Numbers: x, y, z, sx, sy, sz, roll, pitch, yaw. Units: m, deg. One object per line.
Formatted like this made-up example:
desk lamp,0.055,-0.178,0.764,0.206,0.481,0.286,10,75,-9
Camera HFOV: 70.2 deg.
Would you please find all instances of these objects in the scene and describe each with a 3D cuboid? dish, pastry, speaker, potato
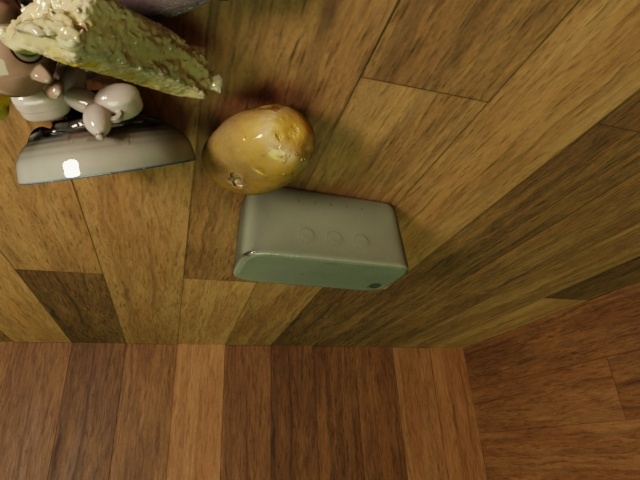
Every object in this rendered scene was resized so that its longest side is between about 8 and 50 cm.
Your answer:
dish,-0.355,-0.177,0.744,0.273,0.134,0.273,-7,-165,2
pastry,-0.247,-0.238,0.563,0.121,0.089,0.258,6,-176,25
speaker,0.000,0.000,1.106,0.406,0.184,0.183,7,154,-21
potato,-0.109,-0.158,0.813,0.234,0.146,0.150,-11,112,45

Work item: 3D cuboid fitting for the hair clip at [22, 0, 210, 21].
hair clip,-0.250,-0.312,0.552,0.358,0.110,0.096,-6,115,15

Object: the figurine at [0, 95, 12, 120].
figurine,-0.540,-0.231,0.641,0.246,0.131,0.156,3,141,12

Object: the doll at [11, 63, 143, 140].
doll,-0.336,-0.210,0.646,0.160,0.161,0.059,3,153,-6

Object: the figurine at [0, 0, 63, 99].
figurine,-0.379,-0.238,0.546,0.125,0.125,0.138,-17,155,28
